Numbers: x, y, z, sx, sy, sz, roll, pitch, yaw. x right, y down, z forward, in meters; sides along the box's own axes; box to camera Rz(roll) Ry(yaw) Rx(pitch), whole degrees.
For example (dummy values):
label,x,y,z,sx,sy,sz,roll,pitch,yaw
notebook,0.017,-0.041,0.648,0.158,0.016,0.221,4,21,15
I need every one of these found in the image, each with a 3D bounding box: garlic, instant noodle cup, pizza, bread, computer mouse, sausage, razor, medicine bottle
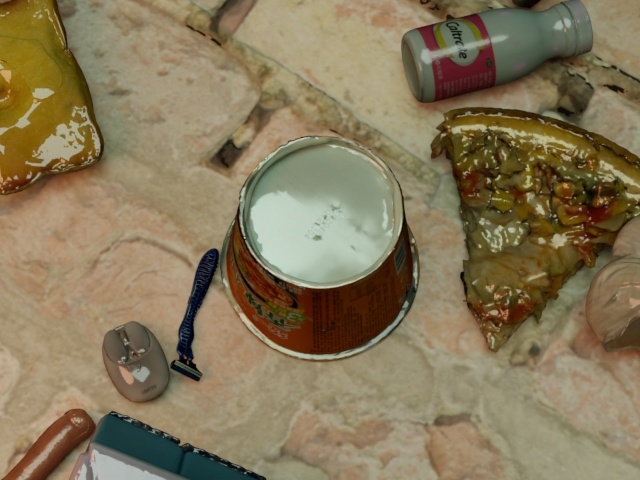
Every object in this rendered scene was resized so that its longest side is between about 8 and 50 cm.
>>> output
label,x,y,z,sx,sy,sz,roll,pitch,yaw
garlic,0.394,0.027,1.546,0.230,0.178,0.142,-12,68,-9
instant noodle cup,0.000,0.000,1.549,0.230,0.182,0.230,0,71,0
pizza,0.217,-0.044,1.628,0.251,0.074,0.287,40,72,15
bread,-0.352,-0.167,1.658,0.161,0.088,0.233,-20,74,-2
computer mouse,-0.206,0.133,1.573,0.066,0.039,0.096,-23,72,-9
sausage,-0.306,0.245,1.534,0.042,0.036,0.158,34,74,19
razor,-0.142,0.080,1.599,0.028,0.044,0.154,-12,58,43
medicine bottle,0.209,-0.230,1.682,0.217,0.090,0.090,-15,71,-6

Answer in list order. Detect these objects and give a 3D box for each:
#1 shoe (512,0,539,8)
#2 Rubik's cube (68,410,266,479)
label,x,y,z,sx,sy,sz,roll,pitch,yaw
shoe,0.265,-0.426,1.740,0.137,0.114,0.290,16,68,-1
Rubik's cube,-0.142,0.376,1.331,0.387,0.358,0.368,24,73,-4
